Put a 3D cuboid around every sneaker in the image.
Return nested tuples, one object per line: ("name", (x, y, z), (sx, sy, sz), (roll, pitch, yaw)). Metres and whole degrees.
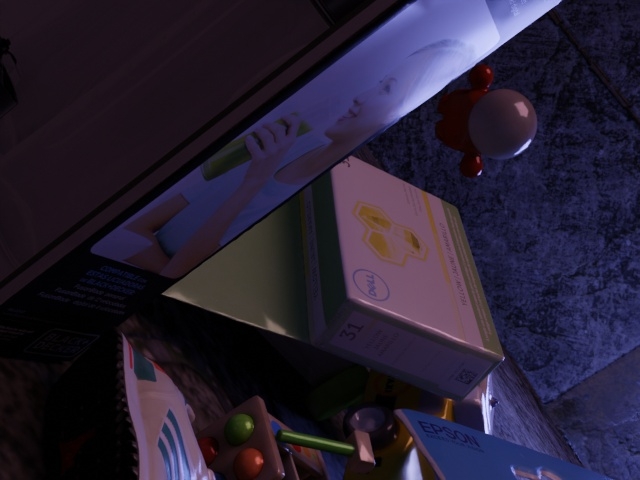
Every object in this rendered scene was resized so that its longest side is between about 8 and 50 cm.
("sneaker", (-0.068, 0.103, 0.359), (0.075, 0.057, 0.161), (42, 12, -29))

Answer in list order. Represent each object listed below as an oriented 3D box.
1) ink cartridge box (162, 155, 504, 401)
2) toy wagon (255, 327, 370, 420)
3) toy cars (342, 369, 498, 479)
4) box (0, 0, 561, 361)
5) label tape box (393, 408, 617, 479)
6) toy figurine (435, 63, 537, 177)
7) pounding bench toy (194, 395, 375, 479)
("ink cartridge box", (0.000, 0.000, 0.611), (0.235, 0.056, 0.171), (24, 33, -21))
("toy wagon", (-0.016, 0.025, 0.816), (0.267, 0.068, 0.344), (58, 11, 15))
("toy cars", (0.104, 0.140, 0.740), (0.394, 0.087, 0.176), (18, 71, -73))
("box", (-0.059, -0.097, 0.390), (0.169, 0.290, 0.087), (59, 11, 21))
("label tape box", (0.159, 0.276, 0.495), (0.249, 0.115, 0.347), (25, 23, -31))
("toy figurine", (0.053, -0.111, 0.779), (0.209, 0.213, 0.148), (52, -4, -16))
("pounding bench toy", (-0.021, 0.114, 0.462), (0.065, 0.083, 0.052), (47, 13, -40))
